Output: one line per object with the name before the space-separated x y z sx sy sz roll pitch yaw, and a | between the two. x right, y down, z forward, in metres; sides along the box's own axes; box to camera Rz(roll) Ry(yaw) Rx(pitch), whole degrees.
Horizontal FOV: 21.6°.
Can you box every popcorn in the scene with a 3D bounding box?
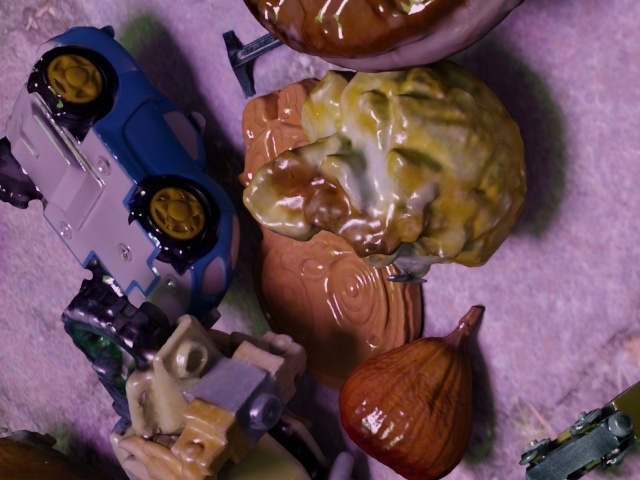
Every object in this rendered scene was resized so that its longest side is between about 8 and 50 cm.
popcorn | 0.051 -0.050 1.312 0.198 0.212 0.198 50 151 41

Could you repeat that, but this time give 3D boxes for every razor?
razor | -0.030 -0.179 1.486 0.190 0.033 0.066 -19 90 49

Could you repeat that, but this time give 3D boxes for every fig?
fig | 0.081 0.126 1.440 0.119 0.119 0.153 6 68 47

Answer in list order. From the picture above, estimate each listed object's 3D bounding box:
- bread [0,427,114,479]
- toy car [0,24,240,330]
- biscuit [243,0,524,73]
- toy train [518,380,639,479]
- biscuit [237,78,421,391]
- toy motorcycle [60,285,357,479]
bread | -0.271 0.349 1.805 0.376 0.251 0.208 23 80 45
toy car | -0.177 -0.054 1.596 0.314 0.166 0.198 52 144 10
biscuit | 0.054 -0.282 1.229 0.332 0.103 0.332 -11 74 41
toy train | 0.209 0.156 1.306 0.050 0.081 0.122 54 139 6
biscuit | -0.001 0.000 1.517 0.202 0.044 0.288 -5 102 49
toy motorcycle | -0.083 0.197 1.533 0.237 0.168 0.410 17 150 37
